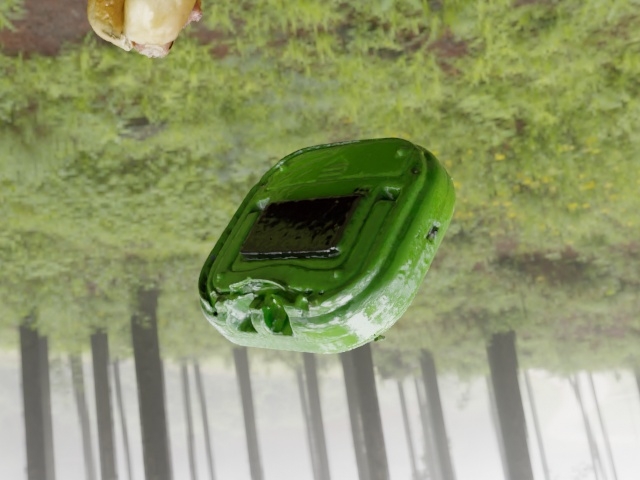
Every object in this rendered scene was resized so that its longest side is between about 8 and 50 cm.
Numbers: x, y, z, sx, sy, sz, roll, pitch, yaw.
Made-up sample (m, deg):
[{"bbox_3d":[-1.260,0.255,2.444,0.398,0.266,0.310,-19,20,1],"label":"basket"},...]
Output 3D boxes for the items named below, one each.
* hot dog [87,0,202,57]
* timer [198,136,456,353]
[{"bbox_3d":[-0.094,-0.240,0.596,0.076,0.249,0.102,8,173,-34],"label":"hot dog"},{"bbox_3d":[0.000,0.000,0.507,0.140,0.128,0.047,-1,139,44],"label":"timer"}]
